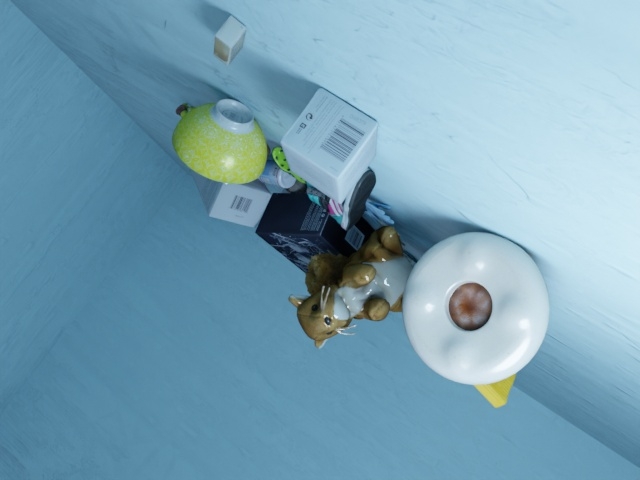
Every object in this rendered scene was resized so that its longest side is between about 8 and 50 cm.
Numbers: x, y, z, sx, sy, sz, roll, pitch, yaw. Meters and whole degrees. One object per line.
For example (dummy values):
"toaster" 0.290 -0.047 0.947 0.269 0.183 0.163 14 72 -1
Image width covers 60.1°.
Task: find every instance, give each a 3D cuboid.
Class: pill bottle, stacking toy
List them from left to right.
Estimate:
"pill bottle" -0.166 -0.238 1.949 0.160 0.087 0.087 18 163 41
"stacking toy" 0.465 0.186 1.426 0.350 0.350 0.480 29 -172 39

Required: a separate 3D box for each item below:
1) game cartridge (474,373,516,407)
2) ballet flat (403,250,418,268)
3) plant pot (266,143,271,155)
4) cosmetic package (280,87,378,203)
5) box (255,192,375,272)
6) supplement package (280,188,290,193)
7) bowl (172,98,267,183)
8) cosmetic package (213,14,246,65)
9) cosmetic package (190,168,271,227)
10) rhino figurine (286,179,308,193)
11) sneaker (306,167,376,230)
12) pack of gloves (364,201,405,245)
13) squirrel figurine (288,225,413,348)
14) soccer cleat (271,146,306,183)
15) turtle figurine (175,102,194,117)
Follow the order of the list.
"game cartridge" 0.453 0.264 1.570 0.285 0.324 0.053 46 128 0
"ballet flat" 0.356 0.177 2.104 0.147 0.147 0.409 27 168 46
"plant pot" -0.298 -0.337 1.918 0.237 0.110 0.237 36 172 5
"cosmetic package" 0.024 -0.202 1.216 0.151 0.151 0.183 34 171 11
"box" 0.004 -0.012 2.002 0.312 0.179 0.343 3 152 41
"supplement package" -0.104 -0.126 2.349 0.105 0.105 0.179 30 171 38
"bowl" -0.275 -0.321 1.635 0.289 0.289 0.156 35 129 3
"cosmetic package" -0.193 -0.421 1.173 0.041 0.060 0.115 37 170 -9
"cosmetic package" -0.341 -0.220 2.059 0.197 0.155 0.365 15 -156 -31
"rhino figurine" -0.056 -0.163 2.049 0.106 0.073 0.243 30 171 48
"sneaker" 0.049 -0.154 1.537 0.178 0.124 0.295 40 159 11
"pack of gloves" 0.165 -0.099 1.684 0.232 0.046 0.195 42 178 34
"squirrel figurine" 0.089 0.161 1.692 0.281 0.370 0.397 58 169 -13
"soccer cleat" -0.104 -0.246 1.821 0.179 0.060 0.072 38 173 -37
"turtle figurine" -0.440 -0.421 2.075 0.217 0.087 0.269 35 180 35
